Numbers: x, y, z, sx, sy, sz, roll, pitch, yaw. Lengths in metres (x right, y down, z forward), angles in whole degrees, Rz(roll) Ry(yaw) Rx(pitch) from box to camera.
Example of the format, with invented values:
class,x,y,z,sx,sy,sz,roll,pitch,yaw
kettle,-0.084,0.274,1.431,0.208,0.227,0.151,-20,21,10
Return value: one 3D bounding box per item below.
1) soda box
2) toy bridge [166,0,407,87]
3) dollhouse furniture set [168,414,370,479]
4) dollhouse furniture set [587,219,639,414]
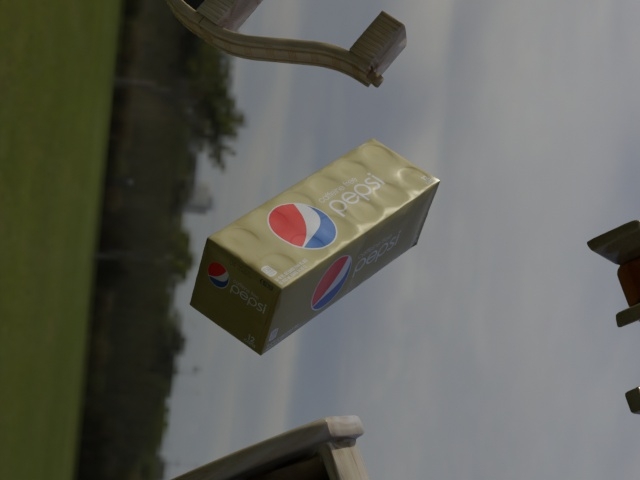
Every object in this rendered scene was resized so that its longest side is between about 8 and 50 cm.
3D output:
class,x,y,z,sx,sy,sz,roll,pitch,yaw
soda box,0.000,0.000,0.991,0.181,0.061,0.058,-34,150,-45
toy bridge,-0.042,-0.132,0.825,0.063,0.188,0.026,-50,161,-14
dollhouse furniture set,-0.027,0.181,0.682,0.303,0.286,0.198,10,57,-65
dollhouse furniture set,0.334,0.083,0.989,0.135,0.259,0.262,7,62,-55
